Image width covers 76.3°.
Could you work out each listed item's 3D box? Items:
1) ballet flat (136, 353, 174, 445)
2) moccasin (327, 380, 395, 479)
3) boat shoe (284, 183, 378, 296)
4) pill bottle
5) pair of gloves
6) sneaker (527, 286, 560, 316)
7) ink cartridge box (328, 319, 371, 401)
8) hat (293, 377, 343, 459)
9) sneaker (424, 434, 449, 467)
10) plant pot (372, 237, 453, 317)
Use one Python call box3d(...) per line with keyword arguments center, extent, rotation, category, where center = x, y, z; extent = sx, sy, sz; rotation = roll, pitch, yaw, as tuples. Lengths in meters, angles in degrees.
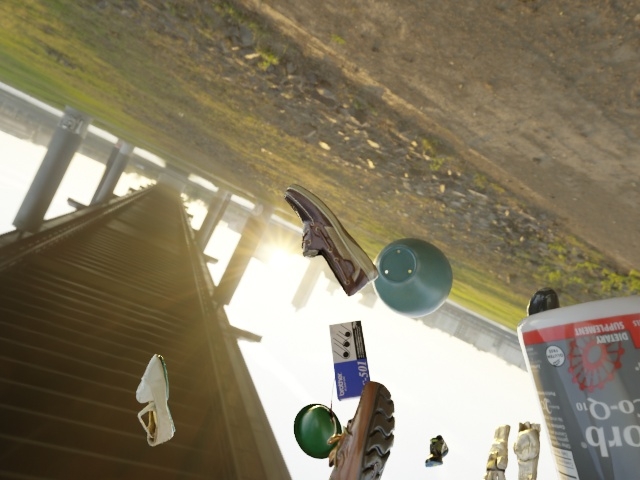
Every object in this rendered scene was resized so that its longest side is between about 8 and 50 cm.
box3d(center=(-0.433, 0.420, 1.056), extent=(0.086, 0.249, 0.086), rotation=(-3, -166, 1), category="ballet flat")
box3d(center=(0.074, 0.518, 0.951), extent=(0.146, 0.381, 0.139), rotation=(3, 163, 43), category="moccasin")
box3d(center=(0.000, 0.000, 1.076), extent=(0.342, 0.123, 0.123), rotation=(50, 169, 8), category="boat shoe")
box3d(center=(0.423, 0.270, 0.551), extent=(0.209, 0.364, 0.210), rotation=(-7, 161, -3), category="pill bottle")
box3d(center=(0.606, 0.675, 1.292), extent=(0.042, 0.204, 0.240), rotation=(28, 150, 0), category="pair of gloves")
box3d(center=(0.677, 0.267, 1.185), extent=(0.100, 0.268, 0.106), rotation=(-13, -165, -6), category="sneaker")
box3d(center=(0.083, 0.331, 1.133), extent=(0.097, 0.207, 0.046), rotation=(-11, 147, 5), category="ink cartridge box")
box3d(center=(0.010, 0.578, 1.331), extent=(0.172, 0.184, 0.209), rotation=(-9, -128, -27), category="hat")
box3d(center=(0.408, 0.752, 1.456), extent=(0.067, 0.078, 0.188), rotation=(-26, 166, 26), category="sneaker")
box3d(center=(0.300, 0.110, 1.436), extent=(0.290, 0.291, 0.195), rotation=(25, 174, 33), category="plant pot")
